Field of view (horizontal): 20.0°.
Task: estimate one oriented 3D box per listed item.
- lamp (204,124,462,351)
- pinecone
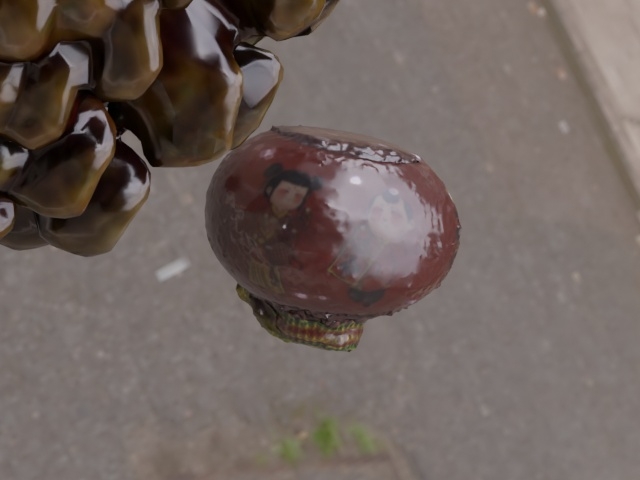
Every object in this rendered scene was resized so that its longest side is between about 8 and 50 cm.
[{"bbox_3d":[0.005,0.001,1.105,0.157,0.156,0.134,-99,-162,-82],"label":"lamp"},{"bbox_3d":[-0.169,-0.201,0.822,0.398,0.398,0.397,46,28,-33],"label":"pinecone"}]
